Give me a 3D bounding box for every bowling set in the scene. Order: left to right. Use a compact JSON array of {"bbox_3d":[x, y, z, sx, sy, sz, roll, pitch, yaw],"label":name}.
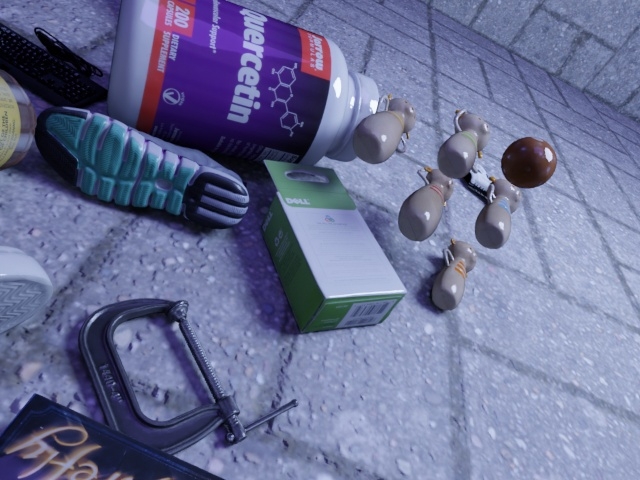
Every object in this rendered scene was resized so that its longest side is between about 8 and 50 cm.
[{"bbox_3d":[0.191,-0.068,0.573,0.287,0.199,0.154,62,37,-16],"label":"bowling set"}]

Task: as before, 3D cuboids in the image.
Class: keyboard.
[{"bbox_3d":[-0.360,-0.238,0.589,0.192,0.038,0.100,33,38,0],"label":"keyboard"}]

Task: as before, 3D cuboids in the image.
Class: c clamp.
[{"bbox_3d":[-0.117,0.107,0.391,0.137,0.022,0.161,-22,63,-40],"label":"c clamp"}]

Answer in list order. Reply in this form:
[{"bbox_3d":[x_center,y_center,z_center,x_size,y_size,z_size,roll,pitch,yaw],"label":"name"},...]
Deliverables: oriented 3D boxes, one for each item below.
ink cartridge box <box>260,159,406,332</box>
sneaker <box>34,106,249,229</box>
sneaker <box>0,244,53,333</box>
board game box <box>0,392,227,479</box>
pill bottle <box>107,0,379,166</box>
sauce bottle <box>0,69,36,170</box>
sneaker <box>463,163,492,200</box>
[{"bbox_3d":[0.000,0.000,0.546,0.109,0.062,0.209,0,47,-33],"label":"ink cartridge box"},{"bbox_3d":[-0.188,-0.081,0.519,0.223,0.083,0.098,24,18,-15],"label":"sneaker"},{"bbox_3d":[-0.341,0.011,0.276,0.292,0.108,0.169,-14,60,-40],"label":"sneaker"},{"bbox_3d":[-0.104,0.214,0.262,0.243,0.042,0.165,27,39,-5],"label":"board game box"},{"bbox_3d":[-0.092,-0.196,0.602,0.322,0.181,0.182,8,44,-26],"label":"pill bottle"},{"bbox_3d":[-0.313,-0.084,0.279,0.111,0.111,0.344,26,8,-7],"label":"sauce bottle"},{"bbox_3d":[0.305,-0.099,0.881,0.043,0.040,0.109,-15,52,-23],"label":"sneaker"}]
